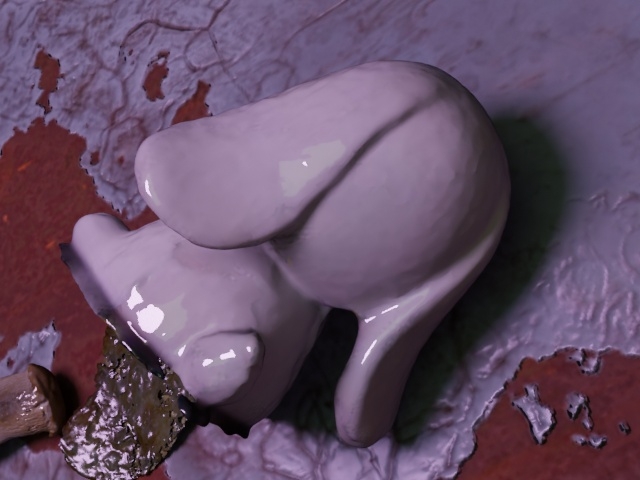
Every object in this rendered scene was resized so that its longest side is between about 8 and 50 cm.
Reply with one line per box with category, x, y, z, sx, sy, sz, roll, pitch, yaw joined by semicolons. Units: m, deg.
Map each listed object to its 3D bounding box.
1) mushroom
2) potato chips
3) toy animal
mushroom;-0.296;0.163;0.896;0.202;0.054;0.059;-27;60;24
potato chips;-0.137;0.094;0.846;0.209;0.026;0.142;-43;59;10
toy animal;-0.018;0.001;0.695;0.289;0.249;0.174;-62;27;9
